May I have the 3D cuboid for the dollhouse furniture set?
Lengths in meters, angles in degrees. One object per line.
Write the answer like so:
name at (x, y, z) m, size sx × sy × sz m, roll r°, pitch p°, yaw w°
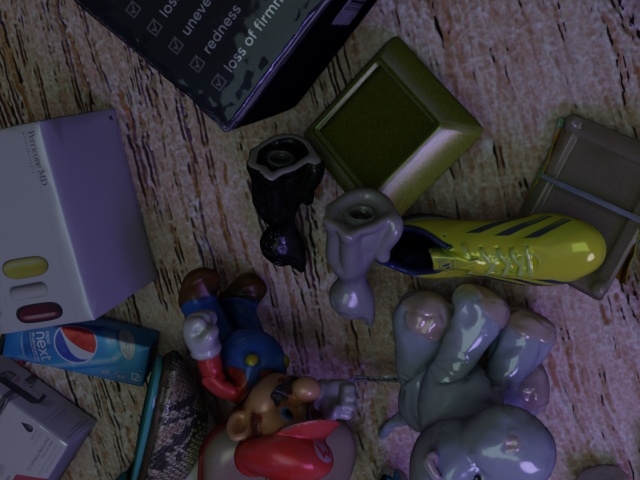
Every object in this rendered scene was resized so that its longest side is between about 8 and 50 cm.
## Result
dollhouse furniture set at (0.411, -0.004, 0.997) m, size 0.301 × 0.151 × 0.197 m, roll 33°, pitch 105°, yaw 34°

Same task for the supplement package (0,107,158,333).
supplement package at (-0.357, -0.034, 1.098) m, size 0.145 × 0.204 × 0.261 m, roll -10°, pitch 101°, yaw 15°

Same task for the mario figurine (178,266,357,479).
mario figurine at (-0.062, 0.158, 1.034) m, size 0.198 × 0.320 × 0.170 m, roll -19°, pitch 145°, yaw -18°

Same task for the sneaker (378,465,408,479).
sneaker at (0.116, 0.372, 1.134) m, size 0.083 × 0.071 × 0.190 m, roll 9°, pitch 149°, yaw -1°

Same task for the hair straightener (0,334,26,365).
hair straightener at (-0.469, 0.077, 1.235) m, size 0.089 × 0.047 × 0.230 m, roll 20°, pitch 109°, yaw 8°

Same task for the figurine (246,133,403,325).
figurine at (0.000, 0.000, 1.029) m, size 0.215 × 0.092 × 0.209 m, roll 37°, pitch 146°, yaw 26°

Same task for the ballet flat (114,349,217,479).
ballet flat at (-0.239, 0.372, 1.219) m, size 0.182 × 0.164 × 0.482 m, roll 20°, pitch 115°, yaw -15°

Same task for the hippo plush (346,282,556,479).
hippo plush at (0.164, 0.207, 0.993) m, size 0.294 × 0.236 × 0.234 m, roll -20°, pitch 117°, yaw 16°

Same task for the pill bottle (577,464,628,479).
pill bottle at (0.397, 0.377, 1.097) m, size 0.067 × 0.067 × 0.120 m, roll -13°, pitch 100°, yaw 16°

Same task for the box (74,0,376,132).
box at (-0.102, -0.460, 0.880) m, size 0.472 × 0.297 × 0.480 m, roll 40°, pitch 109°, yaw 0°

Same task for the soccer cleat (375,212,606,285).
soccer cleat at (0.196, 0.017, 0.978) m, size 0.289 × 0.121 × 0.093 m, roll 4°, pitch 105°, yaw 39°

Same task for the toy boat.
toy boat at (-0.068, 0.300, 1.152) m, size 0.231 × 0.151 × 0.151 m, roll 0°, pitch 110°, yaw -19°

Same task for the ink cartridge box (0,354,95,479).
ink cartridge box at (-0.497, 0.296, 1.276) m, size 0.218 × 0.092 × 0.158 m, roll 35°, pitch 109°, yaw 4°

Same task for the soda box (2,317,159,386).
soda box at (-0.354, 0.153, 1.193) m, size 0.210 × 0.071 × 0.067 m, roll 12°, pitch 104°, yaw -2°

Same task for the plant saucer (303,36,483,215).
plant saucer at (0.076, -0.138, 1.012) m, size 0.188 × 0.045 × 0.188 m, roll -46°, pitch 64°, yaw 19°
